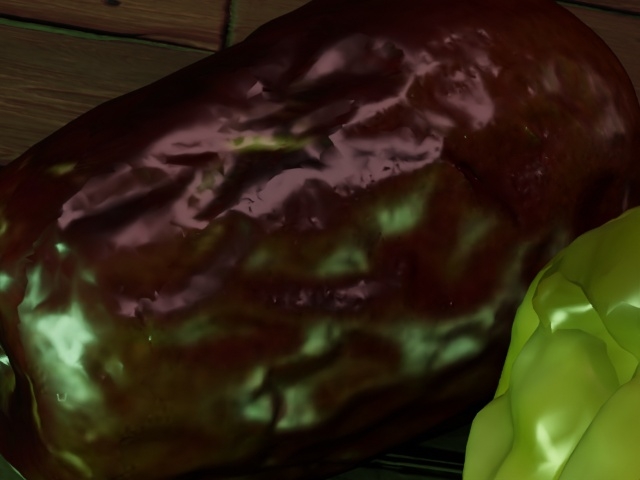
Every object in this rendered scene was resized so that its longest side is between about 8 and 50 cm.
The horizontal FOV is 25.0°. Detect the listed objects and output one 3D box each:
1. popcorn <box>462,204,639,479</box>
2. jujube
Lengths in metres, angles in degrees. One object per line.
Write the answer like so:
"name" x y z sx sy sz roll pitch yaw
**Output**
"popcorn" 0.209 0.126 0.403 0.354 0.344 0.390 11 27 7
"jujube" 0.000 0.000 0.635 0.318 0.223 0.223 -21 46 -29
